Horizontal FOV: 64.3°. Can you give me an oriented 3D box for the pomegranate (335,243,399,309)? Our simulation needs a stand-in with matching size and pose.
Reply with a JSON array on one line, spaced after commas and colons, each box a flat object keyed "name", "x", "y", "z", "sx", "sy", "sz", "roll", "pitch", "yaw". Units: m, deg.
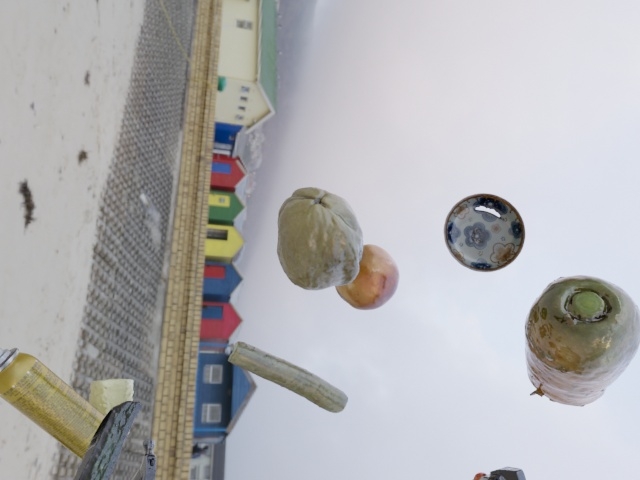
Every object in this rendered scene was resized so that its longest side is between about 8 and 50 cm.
[{"name": "pomegranate", "x": 0.142, "y": 0.120, "z": 1.578, "sx": 0.209, "sy": 0.209, "sz": 0.208, "roll": -175, "pitch": -90, "yaw": -76}]

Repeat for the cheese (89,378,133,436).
[{"name": "cheese", "x": -0.619, "y": 0.495, "z": 1.503, "sx": 0.094, "sy": 0.123, "sz": 0.167, "roll": 143, "pitch": -52, "yaw": -64}]

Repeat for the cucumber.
[{"name": "cucumber", "x": -0.387, "y": 0.379, "z": 0.887, "sx": 0.071, "sy": 0.046, "sz": 0.219, "roll": -13, "pitch": -131, "yaw": 51}]

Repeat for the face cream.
[{"name": "face cream", "x": -0.628, "y": 0.367, "z": 1.170, "sx": 0.348, "sy": 0.105, "sz": 0.105, "roll": 53, "pitch": 3, "yaw": -24}]

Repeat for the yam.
[{"name": "yam", "x": -0.087, "y": 0.388, "z": 1.449, "sx": 0.083, "sy": 0.372, "sz": 0.083, "roll": -50, "pitch": -161, "yaw": 24}]

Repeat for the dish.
[{"name": "dish", "x": 0.290, "y": -0.010, "z": 0.928, "sx": 0.078, "sy": 0.141, "sz": 0.141, "roll": 48, "pitch": 46, "yaw": -82}]

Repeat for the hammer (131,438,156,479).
[{"name": "hammer", "x": -0.515, "y": 0.679, "z": 1.389, "sx": 0.289, "sy": 0.037, "sz": 0.137, "roll": -53, "pitch": -144, "yaw": 28}]

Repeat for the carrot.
[{"name": "carrot", "x": 0.578, "y": 0.230, "z": 1.149, "sx": 0.340, "sy": 0.224, "sz": 0.224, "roll": 69, "pitch": 9, "yaw": -47}]

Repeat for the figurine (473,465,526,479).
[{"name": "figurine", "x": 0.339, "y": 0.579, "z": 1.082, "sx": 0.143, "sy": 0.309, "sz": 0.308, "roll": 52, "pitch": -25, "yaw": 7}]

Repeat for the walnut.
[{"name": "walnut", "x": 0.000, "y": 0.000, "z": 1.325, "sx": 0.227, "sy": 0.283, "sz": 0.283, "roll": -43, "pitch": 169, "yaw": -33}]

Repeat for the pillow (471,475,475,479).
[{"name": "pillow", "x": 0.402, "y": 0.799, "z": 1.275, "sx": 0.310, "sy": 0.139, "sz": 0.283, "roll": -67, "pitch": 161, "yaw": -80}]
